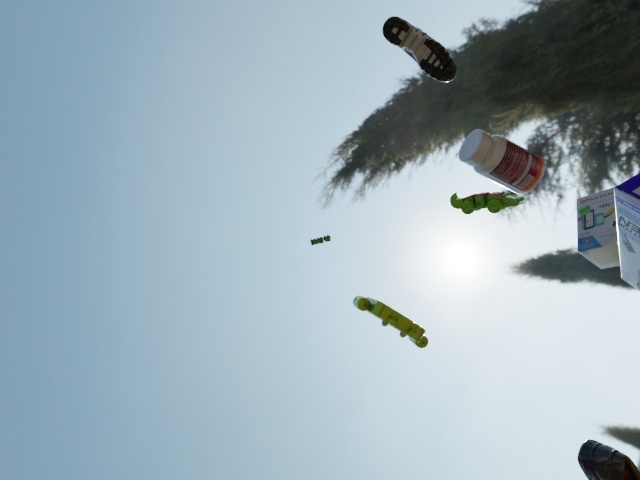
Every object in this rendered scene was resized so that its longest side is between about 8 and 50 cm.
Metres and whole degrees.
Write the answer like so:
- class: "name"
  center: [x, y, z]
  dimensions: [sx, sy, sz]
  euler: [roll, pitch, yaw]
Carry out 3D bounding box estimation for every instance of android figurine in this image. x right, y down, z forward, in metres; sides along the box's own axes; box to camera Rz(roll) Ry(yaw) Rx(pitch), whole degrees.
- class: "android figurine"
  center: [0.215, 0.239, 1.294]
  dimensions: [0.248, 0.273, 0.056]
  euler: [33, -94, -5]

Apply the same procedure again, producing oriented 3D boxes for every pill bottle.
- class: "pill bottle"
  center: [0.521, -0.229, 1.243]
  dimensions: [0.221, 0.121, 0.121]
  euler: [23, -103, -14]

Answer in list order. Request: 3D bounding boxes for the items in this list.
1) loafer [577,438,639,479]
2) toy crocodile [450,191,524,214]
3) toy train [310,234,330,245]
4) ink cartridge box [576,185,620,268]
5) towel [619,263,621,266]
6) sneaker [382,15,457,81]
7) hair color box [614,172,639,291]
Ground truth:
- class: "loafer"
  center: [0.435, 0.357, 0.600]
  dimensions: [0.170, 0.061, 0.062]
  euler: [48, -114, -6]
- class: "toy crocodile"
  center: [0.774, -0.185, 2.022]
  dimensions: [0.115, 0.340, 0.105]
  euler: [-19, -77, -39]
- class: "toy train"
  center: [0.000, 0.000, 1.545]
  dimensions: [0.017, 0.083, 0.024]
  euler: [32, -132, -54]
- class: "ink cartridge box"
  center: [1.241, -0.054, 1.833]
  dimensions: [0.197, 0.198, 0.270]
  euler: [27, -118, -25]
- class: "towel"
  center: [1.011, 0.034, 1.321]
  dimensions: [0.023, 0.113, 0.152]
  euler: [-36, -41, -51]
- class: "sneaker"
  center: [0.277, -0.517, 1.159]
  dimensions: [0.234, 0.078, 0.106]
  euler: [41, -146, 6]
- class: "hair color box"
  center: [0.837, 0.011, 1.045]
  dimensions: [0.110, 0.185, 0.339]
  euler: [-31, -56, 5]
